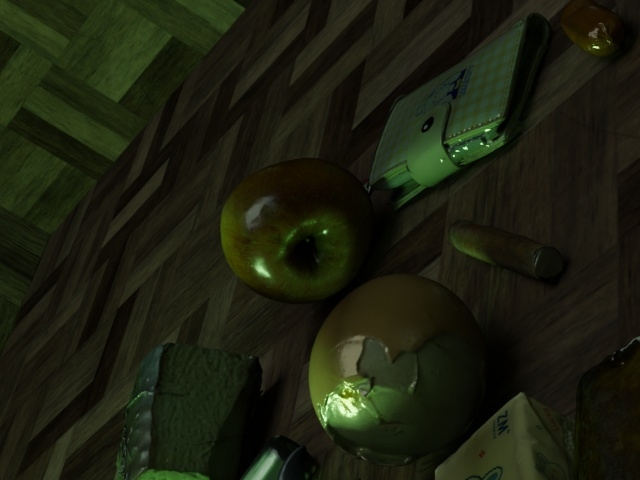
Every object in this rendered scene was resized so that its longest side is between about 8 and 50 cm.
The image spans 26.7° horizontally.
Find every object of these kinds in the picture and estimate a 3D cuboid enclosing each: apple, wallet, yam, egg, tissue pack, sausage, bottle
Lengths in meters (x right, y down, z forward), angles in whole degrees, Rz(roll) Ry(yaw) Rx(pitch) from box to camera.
[{"bbox_3d":[-0.038,-0.021,2.051,0.237,0.237,0.207,-55,20,11],"label":"apple"},{"bbox_3d":[0.197,-0.184,1.967,0.309,0.077,0.223,-29,31,53],"label":"wallet"},{"bbox_3d":[0.219,0.009,1.642,0.046,0.046,0.264,-59,18,-2],"label":"yam"},{"bbox_3d":[-0.200,0.314,2.019,0.271,0.202,0.201,-87,12,-52],"label":"yam"},{"bbox_3d":[0.090,0.137,1.530,0.201,0.201,0.244,-48,13,27],"label":"egg"},{"bbox_3d":[0.182,0.262,1.277,0.148,0.092,0.196,-48,21,29],"label":"tissue pack"},{"bbox_3d":[0.350,-0.275,1.741,0.062,0.054,0.183,-24,21,2],"label":"sausage"},{"bbox_3d":[-0.102,0.381,1.828,0.254,0.079,0.096,-55,-8,8],"label":"bottle"}]

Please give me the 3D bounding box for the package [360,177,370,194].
[{"bbox_3d":[0.000,0.000,2.223,0.232,0.040,0.166,-57,20,-20],"label":"package"}]

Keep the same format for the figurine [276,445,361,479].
[{"bbox_3d":[0.016,0.349,1.448,0.197,0.175,0.265,-50,28,10],"label":"figurine"}]

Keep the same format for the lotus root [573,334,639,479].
[{"bbox_3d":[0.285,0.196,0.986,0.196,0.179,0.397,-51,19,26],"label":"lotus root"}]
